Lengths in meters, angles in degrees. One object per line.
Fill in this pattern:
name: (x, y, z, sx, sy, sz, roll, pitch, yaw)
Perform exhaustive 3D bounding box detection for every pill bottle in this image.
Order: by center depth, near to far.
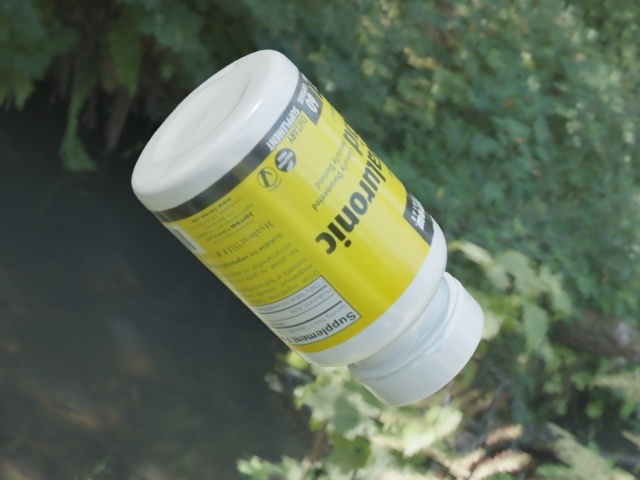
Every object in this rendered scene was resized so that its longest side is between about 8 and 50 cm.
pill bottle: (0.000, 0.000, 0.452, 0.116, 0.065, 0.065, 46, 17, -24)
